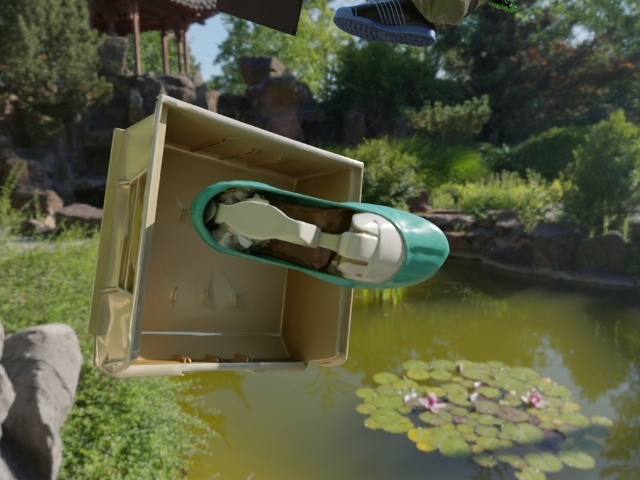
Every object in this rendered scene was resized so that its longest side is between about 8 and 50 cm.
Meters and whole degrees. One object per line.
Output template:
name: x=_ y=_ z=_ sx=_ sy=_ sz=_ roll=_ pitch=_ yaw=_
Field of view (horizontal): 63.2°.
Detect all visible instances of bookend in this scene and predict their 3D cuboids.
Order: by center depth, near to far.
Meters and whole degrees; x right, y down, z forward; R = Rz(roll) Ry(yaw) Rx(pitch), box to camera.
bookend: x=-0.098 y=-0.479 z=0.991 sx=0.156 sy=0.072 sz=0.157 roll=17 pitch=47 yaw=-3

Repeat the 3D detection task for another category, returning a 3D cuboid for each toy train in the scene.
toy train: x=0.346 y=-0.447 z=0.988 sx=0.024 sy=0.017 sz=0.083 roll=31 pitch=20 yaw=-24

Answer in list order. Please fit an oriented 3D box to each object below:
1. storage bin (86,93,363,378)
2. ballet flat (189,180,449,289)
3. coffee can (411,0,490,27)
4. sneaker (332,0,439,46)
storage bin: x=-0.095 y=0.017 z=0.577 sx=0.262 sy=0.260 sz=0.123 roll=10 pitch=-9 yaw=-42
ballet flat: x=0.000 y=0.000 z=0.471 sx=0.248 sy=0.083 sz=0.087 roll=11 pitch=6 yaw=-1
coffee can: x=0.307 y=-0.556 z=0.959 sx=0.275 sy=0.201 sz=0.201 roll=-34 pitch=16 yaw=-6
sneaker: x=0.148 y=-0.495 z=1.149 sx=0.233 sy=0.090 sz=0.081 roll=12 pitch=-5 yaw=1
